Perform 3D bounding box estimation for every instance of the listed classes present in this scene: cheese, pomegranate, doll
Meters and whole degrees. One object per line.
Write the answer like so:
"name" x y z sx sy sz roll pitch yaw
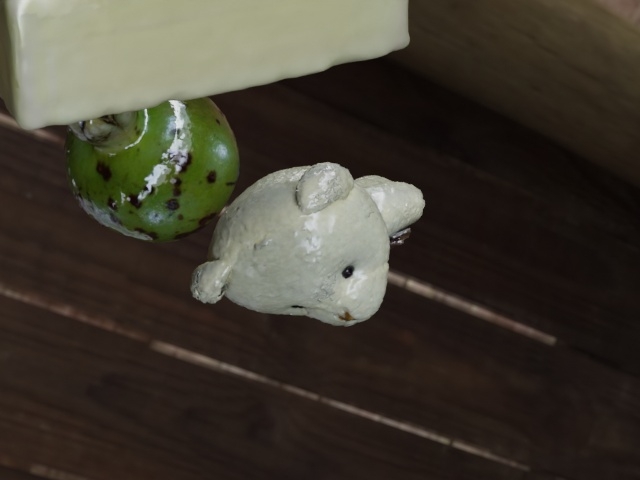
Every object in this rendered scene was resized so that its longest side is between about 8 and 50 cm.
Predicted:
"cheese" -0.105 -0.189 1.006 0.242 0.265 0.124 -134 34 -57
"pomegranate" -0.225 -0.120 1.964 0.306 0.242 0.242 107 178 -78
"doll" 0.005 -0.001 1.315 0.175 0.149 0.278 -44 -2 18
